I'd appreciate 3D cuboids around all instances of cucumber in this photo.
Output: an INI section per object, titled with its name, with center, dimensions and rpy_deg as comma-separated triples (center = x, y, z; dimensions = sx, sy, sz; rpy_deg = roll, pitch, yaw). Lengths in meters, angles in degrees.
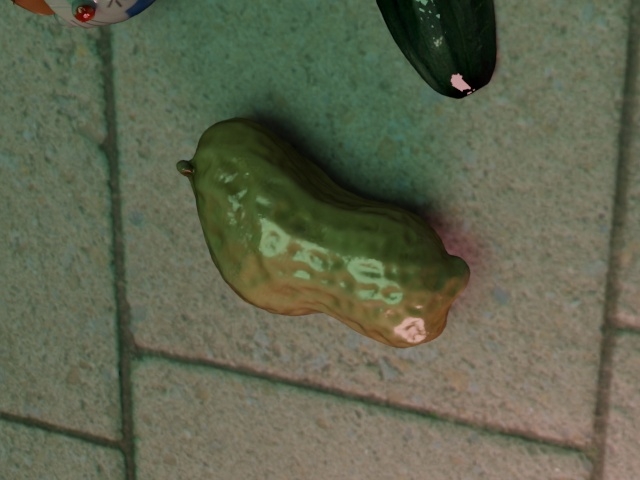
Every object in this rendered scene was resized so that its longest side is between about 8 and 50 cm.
[cucumber]
center = 0.087, -0.236, 1.400
dimensions = 0.115, 0.063, 0.244
rpy_deg = -17, 104, 33

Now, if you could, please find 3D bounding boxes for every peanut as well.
[peanut]
center = -0.006, 0.005, 1.505
dimensions = 0.291, 0.143, 0.159
rpy_deg = 31, 122, 10

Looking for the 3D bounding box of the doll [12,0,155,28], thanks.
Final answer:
[doll]
center = -0.260, -0.291, 1.496
dimensions = 0.257, 0.161, 0.215
rpy_deg = 16, 146, 33
